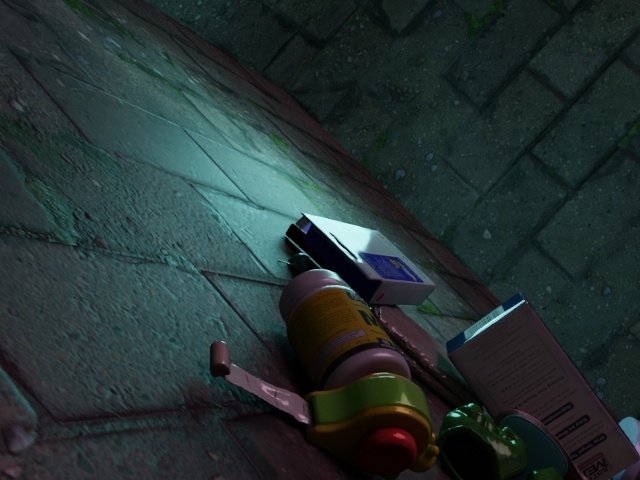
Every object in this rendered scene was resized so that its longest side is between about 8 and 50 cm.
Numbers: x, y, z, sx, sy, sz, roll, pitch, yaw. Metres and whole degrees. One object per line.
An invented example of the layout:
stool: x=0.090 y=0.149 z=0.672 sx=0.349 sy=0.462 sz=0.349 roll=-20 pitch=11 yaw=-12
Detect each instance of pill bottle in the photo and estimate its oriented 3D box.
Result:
pill bottle: x=0.024 y=0.135 z=1.197 sx=0.119 sy=0.119 sz=0.208 roll=34 pitch=14 yaw=-38

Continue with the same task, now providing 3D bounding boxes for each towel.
towel: x=0.184 y=0.208 z=1.681 sx=0.282 sy=0.049 sz=0.187 roll=41 pitch=12 yaw=-10

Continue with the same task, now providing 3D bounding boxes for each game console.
game console: x=0.000 y=0.000 z=1.753 sx=0.122 sy=0.071 sz=0.107 roll=42 pitch=-16 yaw=2

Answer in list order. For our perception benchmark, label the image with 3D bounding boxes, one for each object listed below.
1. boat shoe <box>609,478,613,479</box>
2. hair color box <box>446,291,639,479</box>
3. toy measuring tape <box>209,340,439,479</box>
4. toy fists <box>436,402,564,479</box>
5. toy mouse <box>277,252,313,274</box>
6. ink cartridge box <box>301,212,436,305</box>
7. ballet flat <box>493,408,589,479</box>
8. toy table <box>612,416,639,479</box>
boat shoe: x=0.547 y=0.478 z=1.814 sx=0.068 sy=0.081 sz=0.228 roll=35 pitch=9 yaw=-14
hair color box: x=0.395 y=0.285 z=1.629 sx=0.347 sy=0.174 sz=0.105 roll=54 pitch=9 yaw=-1
toy measuring tape: x=0.029 y=0.180 z=1.027 sx=0.330 sy=0.121 sz=0.121 roll=36 pitch=12 yaw=-30
toy fists: x=0.288 y=0.356 z=1.337 sx=0.279 sy=0.096 sz=0.142 roll=43 pitch=10 yaw=12
toy mouse: x=-0.014 y=0.061 z=1.588 sx=0.143 sy=0.031 sz=0.161 roll=37 pitch=12 yaw=-26
ink cartridge box: x=0.085 y=0.041 z=1.688 sx=0.176 sy=0.069 sz=0.371 roll=44 pitch=11 yaw=21
ballet flat: x=0.393 y=0.407 z=1.535 sx=0.316 sy=0.107 sz=0.106 roll=50 pitch=2 yaw=-2
toy table: x=0.710 y=0.499 z=1.956 sx=0.161 sy=0.252 sz=0.274 roll=28 pitch=20 yaw=10
